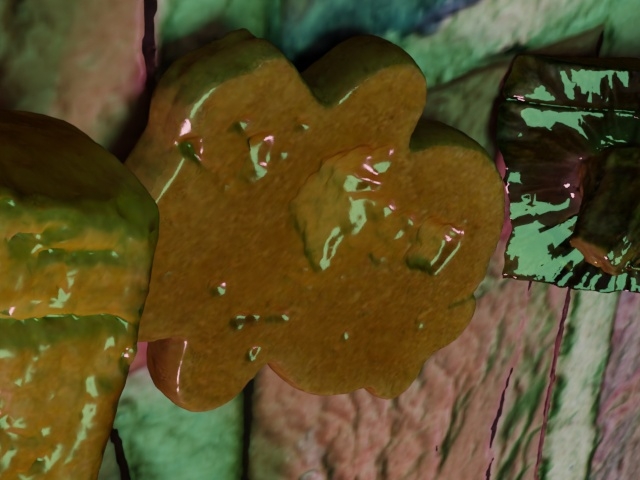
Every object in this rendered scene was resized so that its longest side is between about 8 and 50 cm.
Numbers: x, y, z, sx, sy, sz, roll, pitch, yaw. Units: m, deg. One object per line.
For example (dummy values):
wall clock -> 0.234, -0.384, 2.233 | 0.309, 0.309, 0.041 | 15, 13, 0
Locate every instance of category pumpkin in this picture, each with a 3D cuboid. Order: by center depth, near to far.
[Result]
pumpkin -> 0.211, -0.031, 0.711 | 0.248, 0.126, 0.131 | -13, 127, -34

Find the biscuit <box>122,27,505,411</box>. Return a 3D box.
biscuit -> -0.002, -0.002, 0.610 | 0.249, 0.035, 0.184 | 17, 109, -49

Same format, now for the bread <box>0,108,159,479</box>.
bread -> -0.193, 0.027, 0.384 | 0.294, 0.132, 0.167 | 8, 114, -44
